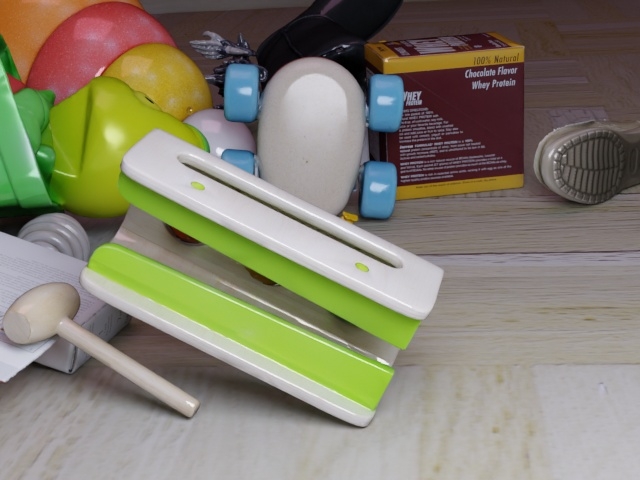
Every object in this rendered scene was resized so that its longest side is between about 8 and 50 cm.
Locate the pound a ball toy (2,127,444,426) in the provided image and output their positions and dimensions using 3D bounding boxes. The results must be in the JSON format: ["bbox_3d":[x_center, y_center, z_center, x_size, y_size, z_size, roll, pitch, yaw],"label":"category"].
[{"bbox_3d":[-0.083,0.045,0.943,0.319,0.208,0.135,26,25,2],"label":"pound a ball toy"}]

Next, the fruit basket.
[{"bbox_3d":[-0.332,-0.139,1.336,0.392,0.282,0.392,-18,3,1],"label":"fruit basket"}]

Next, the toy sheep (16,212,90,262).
[{"bbox_3d":[-0.298,0.015,1.215,0.091,0.091,0.132,-4,19,-1],"label":"toy sheep"}]

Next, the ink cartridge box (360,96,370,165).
[{"bbox_3d":[0.065,-0.160,1.641,0.092,0.089,0.143,-7,20,-9],"label":"ink cartridge box"}]

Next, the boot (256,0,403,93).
[{"bbox_3d":[0.040,-0.377,2.013,0.367,0.146,0.445,-42,14,8],"label":"boot"}]

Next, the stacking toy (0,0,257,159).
[{"bbox_3d":[-0.278,-0.191,1.615,0.480,0.350,0.351,34,37,30],"label":"stacking toy"}]

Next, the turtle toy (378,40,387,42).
[{"bbox_3d":[0.114,-0.327,2.126,0.066,0.095,0.130,-21,17,11],"label":"turtle toy"}]

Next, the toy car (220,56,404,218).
[{"bbox_3d":[-0.018,-0.132,1.448,0.219,0.210,0.238,4,7,-4],"label":"toy car"}]

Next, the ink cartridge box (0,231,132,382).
[{"bbox_3d":[-0.350,0.059,1.041,0.275,0.060,0.239,18,25,12],"label":"ink cartridge box"}]

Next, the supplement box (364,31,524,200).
[{"bbox_3d":[0.168,-0.173,1.502,0.191,0.194,0.129,-6,20,-7],"label":"supplement box"}]

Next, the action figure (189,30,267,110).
[{"bbox_3d":[-0.166,-0.265,1.833,0.141,0.164,0.275,8,12,-11],"label":"action figure"}]

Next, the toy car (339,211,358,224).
[{"bbox_3d":[0.000,0.000,1.311,0.122,0.060,0.040,0,-33,-45],"label":"toy car"}]

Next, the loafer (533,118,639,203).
[{"bbox_3d":[0.359,-0.109,1.445,0.269,0.101,0.092,-9,16,-42],"label":"loafer"}]
